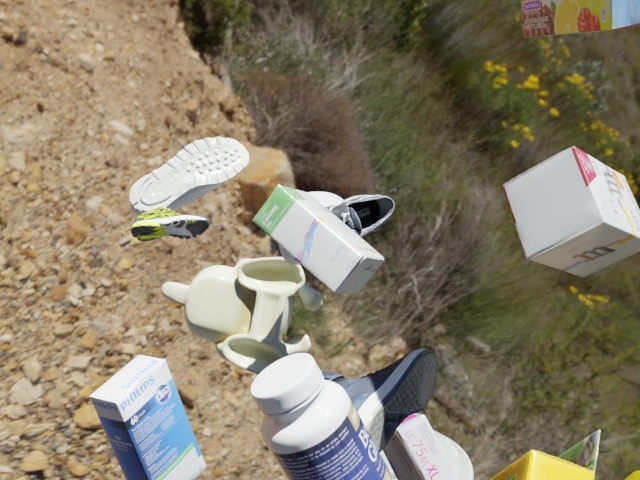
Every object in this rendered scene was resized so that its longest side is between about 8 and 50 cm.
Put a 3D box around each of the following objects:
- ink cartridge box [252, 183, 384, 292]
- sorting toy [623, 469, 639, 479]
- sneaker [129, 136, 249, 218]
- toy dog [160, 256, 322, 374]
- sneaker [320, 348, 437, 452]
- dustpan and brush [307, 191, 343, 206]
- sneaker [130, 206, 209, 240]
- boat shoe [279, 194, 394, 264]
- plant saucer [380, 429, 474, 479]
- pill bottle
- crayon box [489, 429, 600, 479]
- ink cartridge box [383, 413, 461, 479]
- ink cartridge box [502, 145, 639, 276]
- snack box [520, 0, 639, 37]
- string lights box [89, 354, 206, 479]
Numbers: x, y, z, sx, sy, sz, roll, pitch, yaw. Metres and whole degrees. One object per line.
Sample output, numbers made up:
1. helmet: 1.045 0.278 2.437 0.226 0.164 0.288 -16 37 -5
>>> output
1. ink cartridge box: 0.000 0.000 1.420 0.212 0.093 0.154 39 10 17
2. sorting toy: 0.511 0.305 0.948 0.041 0.307 0.229 56 44 -5
3. sneaker: -0.238 -0.110 1.382 0.235 0.095 0.090 -27 79 -18
4. toy dog: -0.195 0.194 2.006 0.395 0.408 0.285 1 86 5
5. sneaker: 0.049 0.198 1.031 0.226 0.163 0.086 -26 114 -51
6. dustpan and brush: 0.039 -0.079 1.948 0.211 0.060 0.147 -24 55 -35
7. sneaker: -0.162 -0.023 0.823 0.083 0.031 0.035 -3 46 -6
8. boat shoe: 0.044 -0.031 1.669 0.301 0.102 0.108 -22 98 -38
9. plant saucer: 0.167 0.538 1.853 0.400 0.400 0.101 -28 118 -44
10. pill bottle: -0.001 0.199 0.759 0.094 0.094 0.169 -45 115 -42
11. crayon box: 0.230 0.386 0.896 0.083 0.203 0.323 20 58 3
12. ink cartridge box: 0.170 0.392 1.349 0.065 0.311 0.186 -27 84 -12
13. ink cartridge box: 0.384 -0.037 1.139 0.176 0.127 0.128 15 53 -45
14. snack box: 0.272 -0.305 0.788 0.070 0.207 0.174 -11 105 -7
15. string lights box: -0.315 0.360 1.425 0.133 0.076 0.260 -41 125 -46
